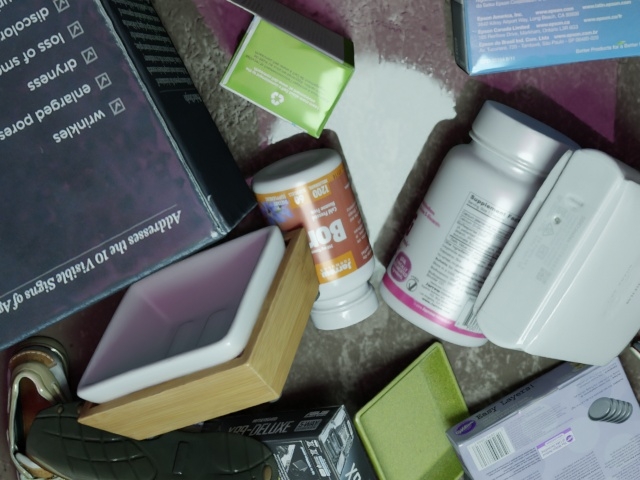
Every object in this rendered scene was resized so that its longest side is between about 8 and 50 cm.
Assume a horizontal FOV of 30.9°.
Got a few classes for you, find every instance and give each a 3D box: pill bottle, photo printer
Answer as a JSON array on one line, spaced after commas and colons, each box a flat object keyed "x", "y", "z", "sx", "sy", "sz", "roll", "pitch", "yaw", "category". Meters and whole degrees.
[{"x": 0.000, "y": 0.000, "z": 1.493, "sx": 0.121, "sy": 0.121, "sz": 0.216, "roll": -18, "pitch": 107, "yaw": 5, "category": "pill bottle"}, {"x": 0.204, "y": -0.023, "z": 1.469, "sx": 0.160, "sy": 0.160, "sz": 0.283, "roll": 24, "pitch": 105, "yaw": -8, "category": "pill bottle"}, {"x": 0.344, "y": 0.033, "z": 1.442, "sx": 0.107, "sy": 0.308, "sz": 0.256, "roll": 37, "pitch": 102, "yaw": 35, "category": "photo printer"}]

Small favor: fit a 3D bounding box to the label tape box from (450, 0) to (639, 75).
[{"x": 0.275, "y": -0.381, "z": 1.385, "sx": 0.241, "sy": 0.106, "sz": 0.333, "roll": -6, "pitch": 107, "yaw": 0, "category": "label tape box"}]

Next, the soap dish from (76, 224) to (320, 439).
[{"x": -0.144, "y": 0.119, "z": 1.426, "sx": 0.291, "sy": 0.229, "sz": 0.118, "roll": -22, "pitch": 122, "yaw": 35, "category": "soap dish"}]

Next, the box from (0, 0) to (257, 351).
[{"x": -0.398, "y": -0.124, "z": 1.323, "sx": 0.480, "sy": 0.297, "sz": 0.471, "roll": -27, "pitch": 94, "yaw": 7, "category": "box"}]

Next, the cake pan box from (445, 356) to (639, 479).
[{"x": 0.332, "y": 0.312, "z": 1.601, "sx": 0.267, "sy": 0.070, "sz": 0.245, "roll": -30, "pitch": 105, "yaw": -5, "category": "cake pan box"}]

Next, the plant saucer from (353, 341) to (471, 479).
[{"x": 0.125, "y": 0.262, "z": 1.578, "sx": 0.045, "sy": 0.188, "sz": 0.188, "roll": -3, "pitch": 116, "yaw": 48, "category": "plant saucer"}]

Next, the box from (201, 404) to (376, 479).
[{"x": -0.025, "y": 0.381, "z": 1.584, "sx": 0.242, "sy": 0.076, "sz": 0.307, "roll": -12, "pitch": 110, "yaw": 35, "category": "box"}]

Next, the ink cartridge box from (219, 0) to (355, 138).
[{"x": -0.091, "y": -0.241, "z": 1.381, "sx": 0.255, "sy": 0.189, "sz": 0.097, "roll": 27, "pitch": 107, "yaw": -8, "category": "ink cartridge box"}]

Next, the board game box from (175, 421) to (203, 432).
[{"x": -0.231, "y": 0.213, "z": 1.567, "sx": 0.154, "sy": 0.103, "sz": 0.026, "roll": 18, "pitch": 106, "yaw": -6, "category": "board game box"}]

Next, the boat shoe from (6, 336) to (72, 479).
[{"x": -0.378, "y": 0.290, "z": 1.588, "sx": 0.113, "sy": 0.103, "sz": 0.302, "roll": -9, "pitch": 108, "yaw": 2, "category": "boat shoe"}]

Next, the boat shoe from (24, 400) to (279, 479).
[{"x": -0.219, "y": 0.303, "z": 1.492, "sx": 0.324, "sy": 0.122, "sz": 0.120, "roll": 14, "pitch": 136, "yaw": 3, "category": "boat shoe"}]

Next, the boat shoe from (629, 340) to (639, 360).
[{"x": 0.484, "y": 0.175, "z": 1.597, "sx": 0.137, "sy": 0.049, "sz": 0.043, "roll": 36, "pitch": 101, "yaw": -14, "category": "boat shoe"}]
